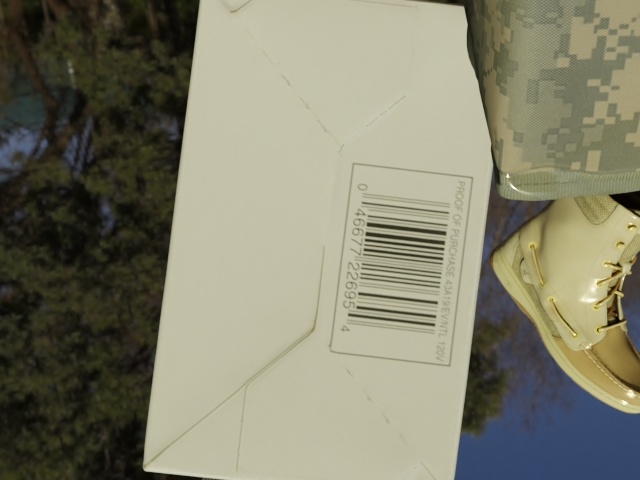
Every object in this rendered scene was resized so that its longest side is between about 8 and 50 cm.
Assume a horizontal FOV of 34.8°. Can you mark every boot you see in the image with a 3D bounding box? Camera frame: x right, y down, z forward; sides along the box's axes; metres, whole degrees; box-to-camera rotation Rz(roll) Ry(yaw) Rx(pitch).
[{"bbox_3d":[0.335,0.048,1.170,0.095,0.203,0.262,-12,-122,-43],"label":"boot"}]

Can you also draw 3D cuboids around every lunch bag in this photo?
[{"bbox_3d":[0.152,-0.187,0.522,0.169,0.235,0.287,-2,-147,2],"label":"lunch bag"}]

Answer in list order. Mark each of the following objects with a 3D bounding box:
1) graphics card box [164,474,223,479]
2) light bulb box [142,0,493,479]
[{"bbox_3d":[-0.077,0.381,1.127,0.233,0.094,0.371,-48,-143,5],"label":"graphics card box"},{"bbox_3d":[0.000,0.000,0.881,0.225,0.357,0.361,7,180,-1],"label":"light bulb box"}]
